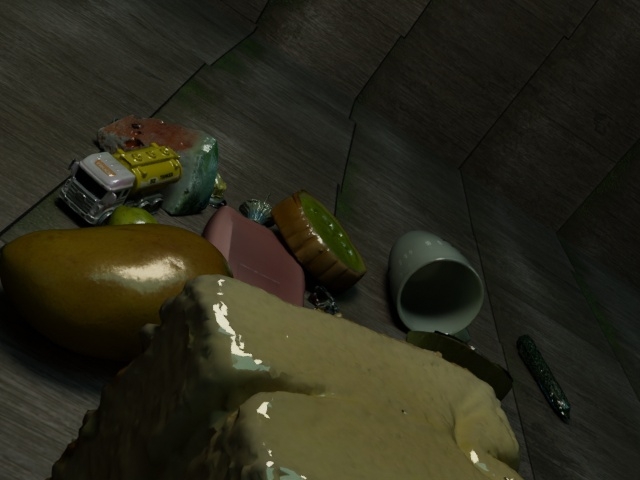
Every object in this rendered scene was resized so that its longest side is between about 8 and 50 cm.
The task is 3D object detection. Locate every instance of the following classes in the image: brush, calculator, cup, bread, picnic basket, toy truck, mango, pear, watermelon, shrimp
[{"bbox_3d":[-0.304,-0.177,1.505,0.296,0.060,0.068,37,26,2],"label":"brush"},{"bbox_3d":[-0.119,0.049,1.347,0.220,0.048,0.330,29,26,-21],"label":"calculator"},{"bbox_3d":[0.255,0.110,1.625,0.258,0.186,0.234,60,6,-21],"label":"cup"},{"bbox_3d":[-0.026,0.277,0.644,0.390,0.371,0.279,27,21,-29],"label":"bread"},{"bbox_3d":[0.000,0.000,1.498,0.236,0.070,0.236,47,16,-18],"label":"bread"},{"bbox_3d":[-0.131,-0.058,1.522,0.083,0.065,0.083,26,46,-12],"label":"picnic basket"},{"bbox_3d":[-0.337,-0.105,1.255,0.098,0.114,0.227,40,24,9],"label":"toy truck"},{"bbox_3d":[-0.262,0.065,0.977,0.317,0.173,0.211,7,35,-37],"label":"mango"},{"bbox_3d":[-0.301,-0.013,1.166,0.097,0.092,0.092,57,26,2],"label":"pear"},{"bbox_3d":[-0.318,-0.165,1.401,0.241,0.154,0.094,28,21,14],"label":"watermelon"},{"bbox_3d":[0.014,0.132,1.334,0.076,0.082,0.174,28,17,-6],"label":"shrimp"}]

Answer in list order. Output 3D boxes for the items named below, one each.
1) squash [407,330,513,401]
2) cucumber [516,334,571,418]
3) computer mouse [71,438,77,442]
[{"bbox_3d":[0.297,0.240,1.426,0.236,0.155,0.204,32,25,-3],"label":"squash"},{"bbox_3d":[0.526,0.319,1.721,0.044,0.043,0.257,19,29,-24],"label":"cucumber"},{"bbox_3d":[-0.221,0.261,0.810,0.135,0.047,0.079,29,9,14],"label":"computer mouse"}]
